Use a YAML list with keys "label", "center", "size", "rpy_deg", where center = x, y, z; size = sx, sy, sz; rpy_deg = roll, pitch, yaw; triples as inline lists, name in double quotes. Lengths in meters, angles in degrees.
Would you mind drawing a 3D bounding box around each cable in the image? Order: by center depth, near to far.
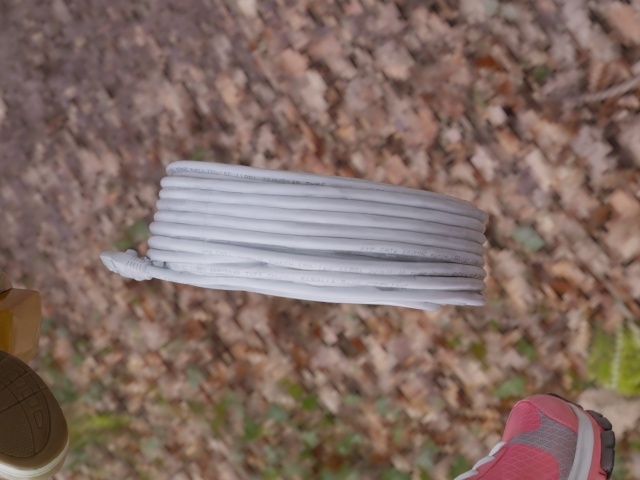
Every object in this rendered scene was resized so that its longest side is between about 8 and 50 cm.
- label: "cable"
  center: [0.000, 0.000, 1.171]
  size: [0.257, 0.257, 0.089]
  rpy_deg: [3, 85, 45]

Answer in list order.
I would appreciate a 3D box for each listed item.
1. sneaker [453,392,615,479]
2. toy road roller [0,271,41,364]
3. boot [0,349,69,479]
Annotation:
- label: "sneaker"
  center: [0.103, 0.183, 0.970]
  size: [0.136, 0.314, 0.116]
  rpy_deg: [16, 119, 2]
- label: "toy road roller"
  center: [-0.433, 0.171, 1.666]
  size: [0.329, 0.203, 0.240]
  rpy_deg: [-72, -13, -78]
- label: "boot"
  center: [-0.251, 0.151, 1.097]
  size: [0.213, 0.077, 0.165]
  rpy_deg: [25, 132, 31]
